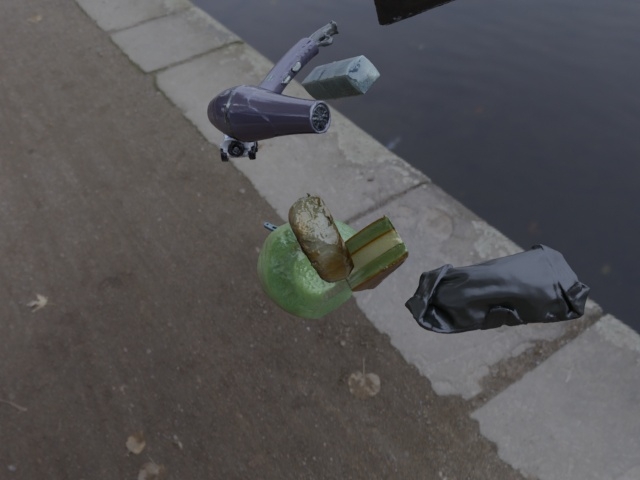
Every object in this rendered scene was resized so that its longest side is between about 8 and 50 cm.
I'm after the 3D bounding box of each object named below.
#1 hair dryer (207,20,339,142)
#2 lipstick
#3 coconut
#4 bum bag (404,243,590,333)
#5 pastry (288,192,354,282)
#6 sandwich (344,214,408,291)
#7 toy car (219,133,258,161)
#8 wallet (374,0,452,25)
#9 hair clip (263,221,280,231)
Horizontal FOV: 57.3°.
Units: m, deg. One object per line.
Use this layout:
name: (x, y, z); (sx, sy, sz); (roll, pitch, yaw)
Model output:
hair dryer: (-0.051, -0.352, 1.243); (0.301, 0.121, 0.361); (12, 60, 39)
lipstick: (0.045, -0.398, 1.456); (0.076, 0.077, 0.290); (-49, 24, -7)
coconut: (-0.026, 0.068, 1.634); (0.281, 0.328, 0.328); (31, 49, -10)
bum bag: (0.315, 0.092, 1.077); (0.327, 0.080, 0.142); (-9, 74, 18)
pastry: (0.000, 0.000, 1.264); (0.093, 0.192, 0.182); (-28, 65, -1)
sandwich: (0.138, 0.029, 1.380); (0.144, 0.187, 0.117); (-8, 66, -58)
toy car: (-0.191, -0.228, 1.373); (0.080, 0.070, 0.170); (-4, 18, -2)
wallet: (0.189, -0.478, 1.046); (0.025, 0.124, 0.244); (-28, 18, -39)
hair clip: (-0.125, -0.036, 1.942); (0.039, 0.070, 0.230); (-44, 24, -25)
